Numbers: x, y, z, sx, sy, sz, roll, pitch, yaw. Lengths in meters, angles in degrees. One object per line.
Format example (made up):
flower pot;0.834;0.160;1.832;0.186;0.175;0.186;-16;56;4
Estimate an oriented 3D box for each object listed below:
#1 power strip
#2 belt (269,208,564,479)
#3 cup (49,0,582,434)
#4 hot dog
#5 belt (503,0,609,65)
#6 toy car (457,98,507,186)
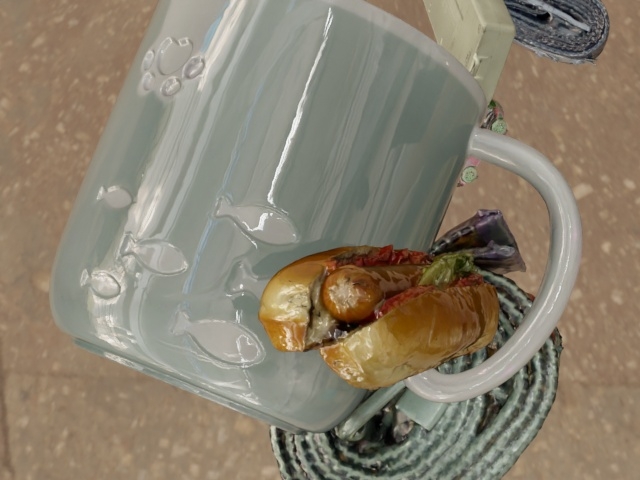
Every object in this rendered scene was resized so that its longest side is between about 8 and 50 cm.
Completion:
power strip;0.164;-0.302;1.426;0.043;0.367;0.106;6;130;-13
belt;0.095;0.134;1.049;0.295;0.160;0.207;-38;73;3
cup;0.000;0.000;0.850;0.356;0.259;0.275;21;81;12
hot dog;0.043;0.032;0.640;0.092;0.235;0.062;19;98;17
belt;0.321;-0.335;1.732;0.218;0.128;0.122;27;97;13
toy car;0.221;-0.147;1.752;0.055;0.069;0.142;20;111;-27
